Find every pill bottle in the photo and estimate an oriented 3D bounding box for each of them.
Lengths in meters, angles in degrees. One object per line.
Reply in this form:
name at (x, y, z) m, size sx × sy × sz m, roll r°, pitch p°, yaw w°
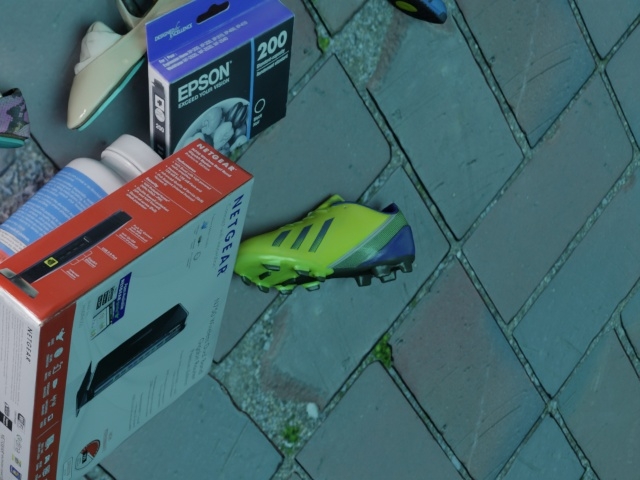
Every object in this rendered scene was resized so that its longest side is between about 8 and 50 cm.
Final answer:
pill bottle at (-0.262, -0.012, 1.371) m, size 0.221 × 0.124 × 0.124 m, roll -47°, pitch 128°, yaw -21°

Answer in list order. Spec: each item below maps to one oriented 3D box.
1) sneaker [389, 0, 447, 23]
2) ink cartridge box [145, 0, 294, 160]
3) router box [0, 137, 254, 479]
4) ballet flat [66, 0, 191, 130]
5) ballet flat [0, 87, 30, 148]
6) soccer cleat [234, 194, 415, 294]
sneaker at (0.107, -0.356, 1.637) m, size 0.209 × 0.069 × 0.082 m, roll 31°, pitch 78°, yaw -42°
ink cartridge box at (-0.113, -0.190, 1.444) m, size 0.206 × 0.045 × 0.208 m, roll -36°, pitch 145°, yaw -36°
router box at (-0.220, 0.094, 1.331) m, size 0.301 × 0.082 × 0.335 m, roll -38°, pitch 156°, yaw -39°
ballet flat at (-0.213, -0.227, 1.395) m, size 0.248 × 0.086 × 0.086 m, roll -48°, pitch 129°, yaw -22°
ballet flat at (-0.393, -0.129, 1.266) m, size 0.221 × 0.076 × 0.079 m, roll -7°, pitch 88°, yaw -45°
soccer cleat at (0.000, 0.000, 1.650) m, size 0.289 × 0.093 × 0.121 m, roll -2°, pitch 73°, yaw -37°
